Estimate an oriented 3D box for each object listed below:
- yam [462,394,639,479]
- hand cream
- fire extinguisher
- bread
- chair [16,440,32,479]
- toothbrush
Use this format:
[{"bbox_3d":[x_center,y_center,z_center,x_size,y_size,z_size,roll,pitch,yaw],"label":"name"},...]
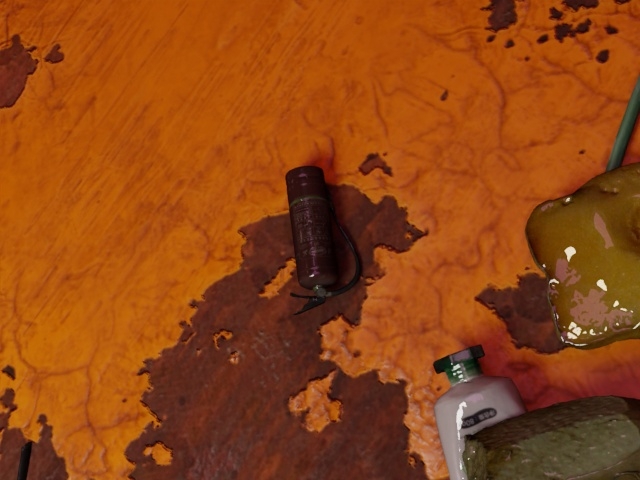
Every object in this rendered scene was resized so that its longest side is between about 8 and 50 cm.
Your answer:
[{"bbox_3d":[0.257,0.185,0.786,0.259,0.106,0.106,8,74,-3],"label":"yam"},{"bbox_3d":[0.185,0.259,0.844,0.121,0.076,0.336,-23,75,10],"label":"hand cream"},{"bbox_3d":[0.000,0.000,0.986,0.078,0.045,0.157,-4,69,-8],"label":"fire extinguisher"},{"bbox_3d":[0.318,0.008,0.869,0.233,0.088,0.161,-16,64,14],"label":"bread"},{"bbox_3d":[-0.403,0.315,0.945,0.158,0.172,0.247,18,122,20],"label":"chair"},{"bbox_3d":[0.327,-0.154,0.952,0.024,0.018,0.257,16,78,23],"label":"toothbrush"}]
